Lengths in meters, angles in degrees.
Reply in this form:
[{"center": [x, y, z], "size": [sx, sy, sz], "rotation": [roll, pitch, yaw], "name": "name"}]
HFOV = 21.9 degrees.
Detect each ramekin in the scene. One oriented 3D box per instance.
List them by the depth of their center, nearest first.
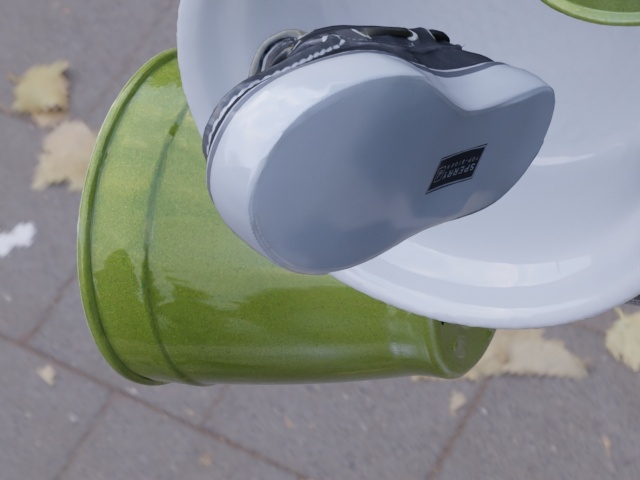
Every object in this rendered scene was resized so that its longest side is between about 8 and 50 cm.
[{"center": [0.079, -0.099, 0.848], "size": [0.277, 0.277, 0.135], "rotation": [7, 42, 26], "name": "ramekin"}]

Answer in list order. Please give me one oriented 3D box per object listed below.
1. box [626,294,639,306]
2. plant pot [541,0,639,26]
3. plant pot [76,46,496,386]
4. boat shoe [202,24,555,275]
[{"center": [0.295, -0.058, 1.466], "size": [0.183, 0.059, 0.232], "rotation": [10, 81, 15], "name": "box"}, {"center": [0.093, -0.121, 0.496], "size": [0.083, 0.079, 0.083], "rotation": [-6, 58, 10], "name": "plant pot"}, {"center": [0.000, 0.000, 1.694], "size": [0.353, 0.366, 0.366], "rotation": [9, 65, 26], "name": "plant pot"}, {"center": [0.013, -0.047, 0.600], "size": [0.076, 0.228, 0.080], "rotation": [33, 114, 21], "name": "boat shoe"}]
